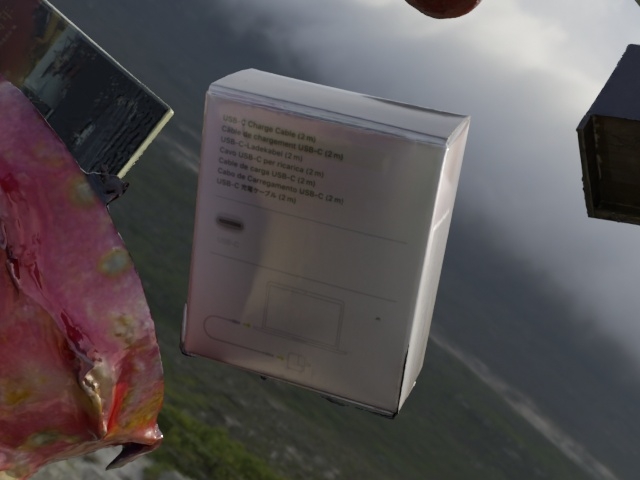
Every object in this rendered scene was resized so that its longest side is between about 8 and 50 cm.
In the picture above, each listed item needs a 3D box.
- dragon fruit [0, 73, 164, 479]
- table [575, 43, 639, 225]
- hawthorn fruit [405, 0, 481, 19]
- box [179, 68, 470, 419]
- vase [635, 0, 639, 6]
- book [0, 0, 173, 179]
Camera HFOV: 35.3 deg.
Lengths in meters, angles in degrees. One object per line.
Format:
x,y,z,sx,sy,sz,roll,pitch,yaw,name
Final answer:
-0.309,0.054,0.833,0.386,0.249,0.371,58,-30,4,dragon fruit
0.457,-0.128,1.323,0.169,0.193,0.172,12,-41,33,table
0.215,-0.464,1.598,0.189,0.189,0.251,41,-34,-6,hawthorn fruit
0.000,0.000,0.857,0.203,0.252,0.106,15,24,16,box
0.387,-0.197,0.907,0.165,0.165,0.360,38,29,-64,vase
-0.435,-0.209,1.497,0.374,0.262,0.028,41,5,7,book
